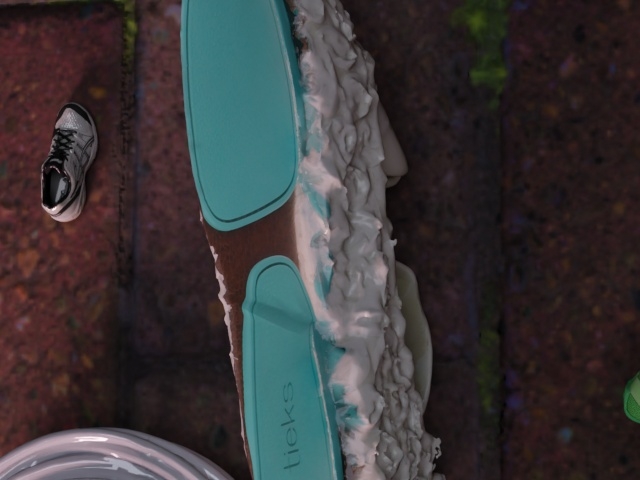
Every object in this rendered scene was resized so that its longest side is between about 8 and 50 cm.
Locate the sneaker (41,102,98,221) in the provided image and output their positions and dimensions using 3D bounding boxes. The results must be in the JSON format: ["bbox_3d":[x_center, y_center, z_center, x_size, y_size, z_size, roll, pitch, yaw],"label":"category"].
[{"bbox_3d":[-0.174,-0.056,1.178,0.032,0.037,0.083,1,82,14],"label":"sneaker"}]

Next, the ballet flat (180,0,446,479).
[{"bbox_3d":[0.000,0.000,1.096,0.147,0.147,0.408,-8,84,11],"label":"ballet flat"}]

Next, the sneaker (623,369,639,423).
[{"bbox_3d":[0.293,0.164,1.017,0.123,0.109,0.295,-36,96,34],"label":"sneaker"}]

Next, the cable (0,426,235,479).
[{"bbox_3d":[-0.134,0.251,1.109,0.257,0.089,0.257,11,85,13],"label":"cable"}]
